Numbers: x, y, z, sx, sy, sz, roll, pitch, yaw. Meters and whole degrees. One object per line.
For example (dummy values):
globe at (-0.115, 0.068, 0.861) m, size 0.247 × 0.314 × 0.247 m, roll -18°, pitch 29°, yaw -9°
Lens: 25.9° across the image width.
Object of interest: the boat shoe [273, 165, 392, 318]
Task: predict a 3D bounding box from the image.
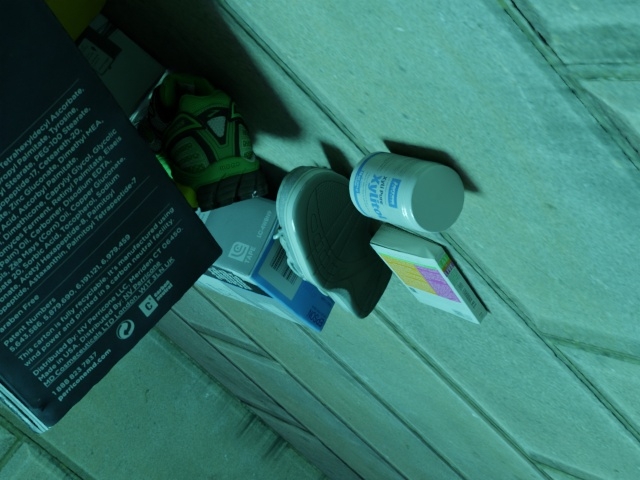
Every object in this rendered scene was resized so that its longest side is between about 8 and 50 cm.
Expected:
boat shoe at (0.002, -0.002, 1.667) m, size 0.103 × 0.118 × 0.320 m, roll 27°, pitch 170°, yaw 24°

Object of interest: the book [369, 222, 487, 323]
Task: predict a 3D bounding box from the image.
book at (0.131, 0.042, 1.653) m, size 0.096 × 0.035 × 0.144 m, roll 22°, pitch 159°, yaw 40°

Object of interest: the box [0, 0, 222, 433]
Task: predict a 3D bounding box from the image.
box at (-0.430, -0.120, 1.485) m, size 0.480 × 0.297 × 0.472 m, roll 32°, pitch 164°, yaw 41°

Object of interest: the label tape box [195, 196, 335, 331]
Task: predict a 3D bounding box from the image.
label tape box at (-0.166, -0.008, 1.876) m, size 0.348 × 0.115 × 0.249 m, roll 17°, pitch 168°, yaw 26°

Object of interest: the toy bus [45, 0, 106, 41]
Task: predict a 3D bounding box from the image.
toy bus at (-0.310, -0.304, 1.483) m, size 0.130 × 0.108 × 0.332 m, roll 34°, pitch 165°, yaw 8°

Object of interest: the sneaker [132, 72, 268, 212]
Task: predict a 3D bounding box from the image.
sneaker at (-0.152, -0.135, 1.668) m, size 0.343 × 0.134 × 0.146 m, roll -157°, pitch 55°, yaw -66°

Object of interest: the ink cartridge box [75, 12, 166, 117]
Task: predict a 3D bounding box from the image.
ink cartridge box at (-0.304, -0.233, 1.735) m, size 0.208 × 0.087 × 0.153 m, roll 41°, pitch 166°, yaw -8°

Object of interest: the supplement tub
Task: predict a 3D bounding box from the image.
supplement tub at (0.085, -0.049, 1.390) m, size 0.071 × 0.071 × 0.107 m, roll 46°, pitch 164°, yaw -31°
